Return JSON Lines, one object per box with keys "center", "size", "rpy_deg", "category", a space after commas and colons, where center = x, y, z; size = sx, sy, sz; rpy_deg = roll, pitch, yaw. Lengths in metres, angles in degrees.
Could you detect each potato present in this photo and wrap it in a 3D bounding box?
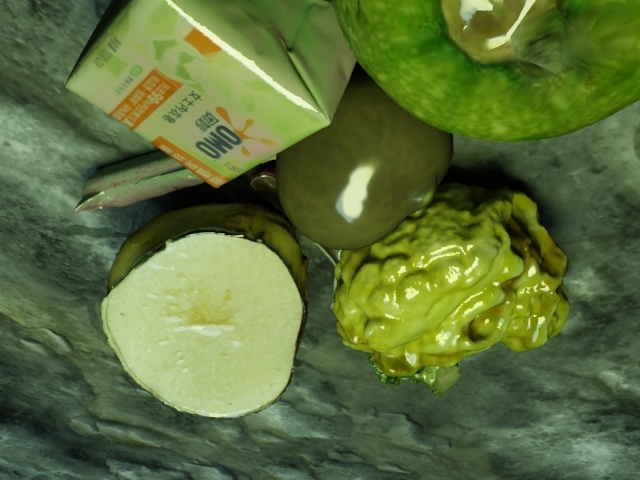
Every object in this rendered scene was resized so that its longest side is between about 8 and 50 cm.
{"center": [-0.133, 0.053, 0.883], "size": [0.246, 0.196, 0.300], "rpy_deg": [3, 129, -7], "category": "potato"}

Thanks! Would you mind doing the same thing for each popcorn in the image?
{"center": [0.156, 0.036, 0.800], "size": [0.285, 0.174, 0.225], "rpy_deg": [-4, 139, -11], "category": "popcorn"}

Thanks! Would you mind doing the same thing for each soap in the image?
{"center": [-0.090, -0.167, 0.627], "size": [0.182, 0.138, 0.199], "rpy_deg": [33, 148, -26], "category": "soap"}

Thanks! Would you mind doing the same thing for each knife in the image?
{"center": [0.000, -0.002, 0.891], "size": [0.123, 0.053, 0.278], "rpy_deg": [-24, 129, 26], "category": "knife"}

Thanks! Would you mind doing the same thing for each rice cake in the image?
{"center": [-0.162, -0.078, 0.816], "size": [0.290, 0.081, 0.051], "rpy_deg": [-14, 122, 25], "category": "rice cake"}

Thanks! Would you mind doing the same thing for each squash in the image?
{"center": [0.144, -0.184, 0.434], "size": [0.310, 0.309, 0.310], "rpy_deg": [1, 133, 1], "category": "squash"}

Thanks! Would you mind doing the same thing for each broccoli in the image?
{"center": [0.135, 0.140, 0.978], "size": [0.145, 0.138, 0.162], "rpy_deg": [-16, 130, -21], "category": "broccoli"}

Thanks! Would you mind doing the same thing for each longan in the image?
{"center": [0.039, -0.081, 0.706], "size": [0.189, 0.189, 0.189], "rpy_deg": [5, 140, 5], "category": "longan"}
